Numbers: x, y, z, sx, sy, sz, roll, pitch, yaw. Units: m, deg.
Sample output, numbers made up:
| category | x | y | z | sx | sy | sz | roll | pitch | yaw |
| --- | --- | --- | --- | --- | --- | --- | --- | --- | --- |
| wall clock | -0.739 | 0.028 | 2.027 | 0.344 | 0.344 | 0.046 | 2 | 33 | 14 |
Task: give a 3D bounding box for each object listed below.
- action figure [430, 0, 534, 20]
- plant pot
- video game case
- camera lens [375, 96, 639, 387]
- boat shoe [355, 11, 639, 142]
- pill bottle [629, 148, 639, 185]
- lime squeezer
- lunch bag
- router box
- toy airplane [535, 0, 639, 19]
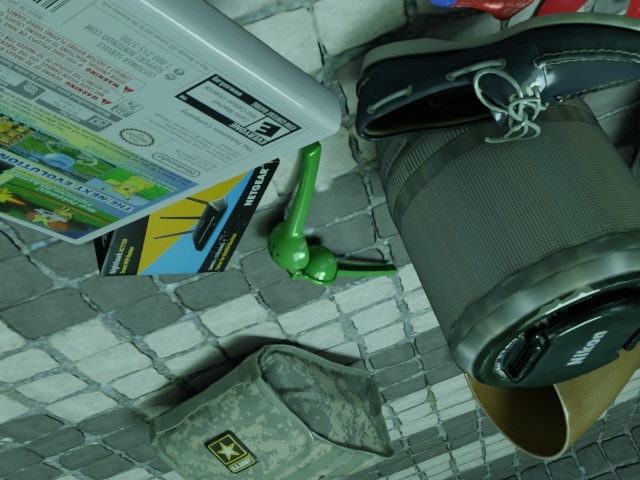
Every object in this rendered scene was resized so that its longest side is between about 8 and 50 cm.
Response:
| category | x | y | z | sx | sy | sz | roll | pitch | yaw |
| --- | --- | --- | --- | --- | --- | --- | --- | --- | --- |
| action figure | 0.048 | -0.230 | 0.538 | 0.281 | 0.091 | 0.139 | -1 | 153 | -32 |
| plant pot | 0.391 | 0.175 | 1.289 | 0.254 | 0.237 | 0.237 | -25 | 153 | -21 |
| video game case | -0.202 | -0.100 | 0.545 | 0.300 | 0.036 | 0.329 | -19 | 150 | 34 |
| camera lens | 0.190 | -0.015 | 0.784 | 0.220 | 0.274 | 0.219 | -15 | 149 | -9 |
| boat shoe | 0.143 | -0.125 | 0.669 | 0.255 | 0.079 | 0.095 | 0 | 159 | 26 |
| pill bottle | 0.462 | -0.067 | 0.936 | 0.204 | 0.204 | 0.361 | -16 | 149 | -7 |
| lime squeezer | 0.000 | 0.000 | 0.931 | 0.110 | 0.059 | 0.310 | -51 | 148 | -8 |
| lunch bag | -0.074 | 0.273 | 1.200 | 0.235 | 0.168 | 0.287 | -35 | 139 | 29 |
| router box | -0.132 | -0.033 | 0.786 | 0.133 | 0.046 | 0.179 | -1 | 144 | -28 |
| toy airplane | 0.253 | -0.228 | 0.725 | 0.151 | 0.028 | 0.151 | -15 | 148 | -10 |
